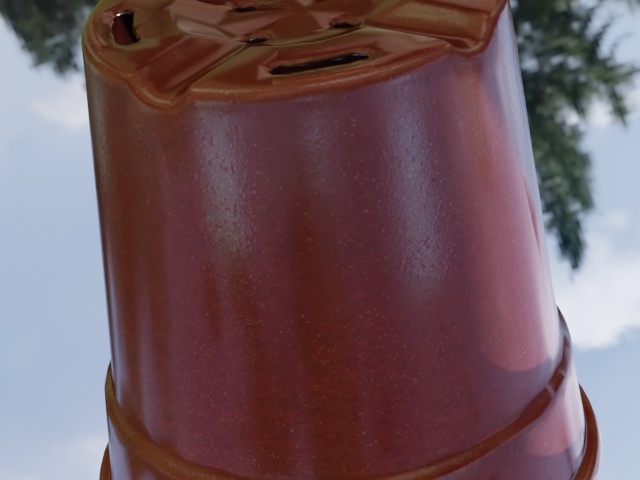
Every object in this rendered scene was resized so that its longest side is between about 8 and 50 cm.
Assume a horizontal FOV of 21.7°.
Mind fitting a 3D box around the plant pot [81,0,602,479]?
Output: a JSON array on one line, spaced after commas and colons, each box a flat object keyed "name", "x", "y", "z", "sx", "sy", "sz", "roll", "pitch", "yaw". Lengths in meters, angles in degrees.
[{"name": "plant pot", "x": 0.000, "y": 0.000, "z": 0.839, "sx": 0.272, "sy": 0.265, "sz": 0.272, "roll": -6, "pitch": -151, "yaw": 3}]
